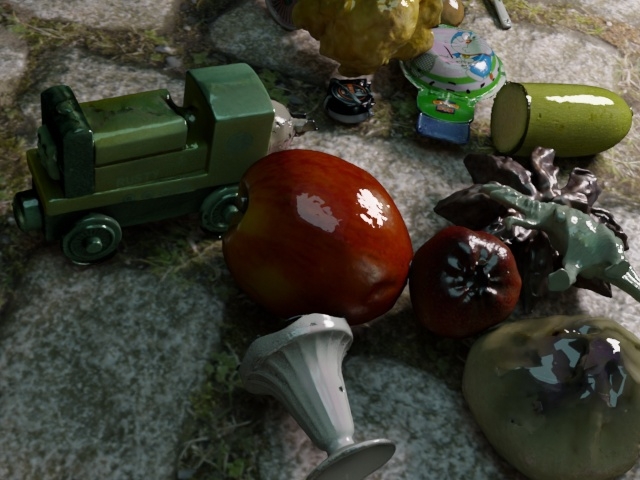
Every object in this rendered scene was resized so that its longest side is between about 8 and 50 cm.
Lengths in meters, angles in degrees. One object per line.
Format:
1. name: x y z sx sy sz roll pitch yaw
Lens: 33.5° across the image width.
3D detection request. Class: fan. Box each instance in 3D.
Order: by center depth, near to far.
1. fan: -0.088 -0.483 2.003 0.244 0.130 0.074 30 45 33

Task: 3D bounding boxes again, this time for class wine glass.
1. wine glass: 0.002 0.212 1.377 0.165 0.165 0.196 -17 61 -25

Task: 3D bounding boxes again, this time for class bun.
1. bun: 0.334 0.199 1.448 0.273 0.168 0.273 -1 46 1

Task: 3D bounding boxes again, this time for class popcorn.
1. popcorn: 0.084 -0.394 1.857 0.253 0.190 0.191 -25 88 12

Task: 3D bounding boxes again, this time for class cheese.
1. cheese: 0.234 -0.288 1.911 0.204 0.083 0.320 13 47 0

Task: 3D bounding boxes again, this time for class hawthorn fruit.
1. hawthorn fruit: 0.200 0.063 1.537 0.169 0.188 0.169 1 81 -9

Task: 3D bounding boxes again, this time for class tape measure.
1. tape measure: 0.050 -0.246 1.856 0.091 0.054 0.094 3 42 -7

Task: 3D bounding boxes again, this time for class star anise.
1. star anise: 0.343 -0.033 1.685 0.332 0.117 0.331 10 51 -12

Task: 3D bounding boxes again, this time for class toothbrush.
1. toothbrush: 0.339 -0.537 2.197 0.030 0.030 0.304 -4 53 -15

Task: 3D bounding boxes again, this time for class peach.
1. peach: 0.000 0.000 1.507 0.281 0.238 0.281 21 6 -3

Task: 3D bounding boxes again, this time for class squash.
1. squash: 0.432 -0.208 1.853 0.247 0.132 0.132 1 49 -19

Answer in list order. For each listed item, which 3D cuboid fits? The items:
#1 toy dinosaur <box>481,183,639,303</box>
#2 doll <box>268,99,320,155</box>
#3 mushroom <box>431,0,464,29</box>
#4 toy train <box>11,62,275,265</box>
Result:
1. toy dinosaur: 0.399 0.034 1.517 0.393 0.092 0.205 29 19 3
2. doll: -0.116 -0.200 1.754 0.192 0.095 0.149 37 49 23
3. mushroom: 0.240 -0.549 2.123 0.128 0.128 0.350 12 52 -2
4. toy train: -0.249 -0.116 1.545 0.397 0.253 0.160 -12 51 -23
